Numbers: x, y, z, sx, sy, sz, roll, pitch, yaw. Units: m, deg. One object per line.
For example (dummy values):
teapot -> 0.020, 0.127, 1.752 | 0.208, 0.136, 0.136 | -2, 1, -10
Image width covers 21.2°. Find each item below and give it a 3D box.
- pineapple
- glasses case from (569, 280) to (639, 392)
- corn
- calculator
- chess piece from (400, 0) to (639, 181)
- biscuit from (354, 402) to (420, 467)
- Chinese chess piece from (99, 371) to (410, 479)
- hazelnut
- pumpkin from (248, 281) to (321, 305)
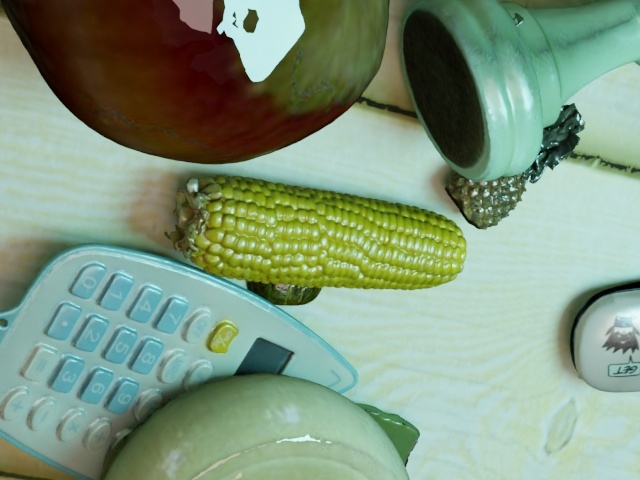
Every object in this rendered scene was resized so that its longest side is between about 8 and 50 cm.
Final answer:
pineapple -> 0.204, -0.081, 1.750 | 0.159, 0.074, 0.074 | -39, 117, 0
glasses case -> 0.426, 0.096, 1.883 | 0.314, 0.075, 0.122 | -6, 117, -13
corn -> 0.000, 0.000, 1.709 | 0.305, 0.106, 0.106 | 8, 111, -21
calculator -> -0.165, 0.142, 1.734 | 0.386, 0.054, 0.256 | 24, 105, -32
chess piece -> 0.247, -0.190, 1.660 | 0.299, 0.194, 0.195 | -21, 117, -16
biscuit -> 0.002, 0.324, 1.888 | 0.099, 0.038, 0.322 | 22, 106, -20
Chinese chess piece -> -0.069, 0.297, 1.741 | 0.338, 0.140, 0.338 | -10, 121, -17
hazelnut -> -0.119, -0.260, 1.434 | 0.359, 0.359, 0.409 | -21, 109, -6
pumpkin -> -0.032, 0.046, 1.762 | 0.083, 0.028, 0.050 | 4, 110, -21
